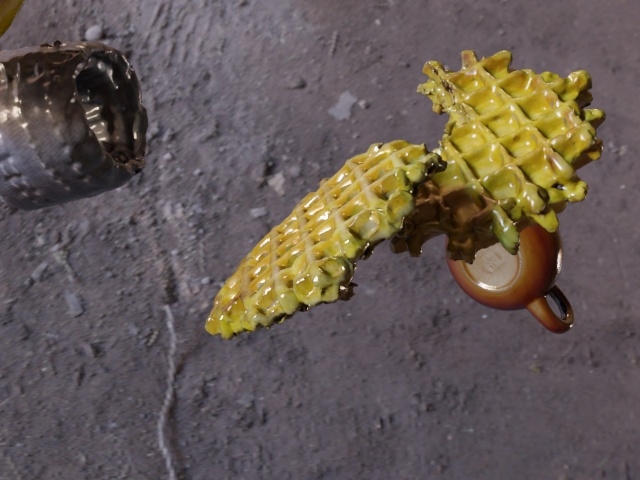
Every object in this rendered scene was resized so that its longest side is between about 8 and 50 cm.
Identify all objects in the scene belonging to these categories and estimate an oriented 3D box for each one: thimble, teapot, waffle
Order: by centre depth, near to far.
[{"bbox_3d":[-0.001,-0.001,0.959,0.052,0.245,0.254,49,55,-16],"label":"waffle"},{"bbox_3d":[0.168,-0.098,1.077,0.293,0.259,0.069,-57,143,-27],"label":"waffle"},{"bbox_3d":[-0.328,-0.153,1.266,0.236,0.172,0.205,51,30,-65],"label":"thimble"},{"bbox_3d":[0.290,0.025,1.470,0.135,0.178,0.252,-29,79,-47],"label":"teapot"}]

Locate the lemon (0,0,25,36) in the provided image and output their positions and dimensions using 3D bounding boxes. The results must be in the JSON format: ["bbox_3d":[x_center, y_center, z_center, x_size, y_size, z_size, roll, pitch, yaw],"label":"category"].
[{"bbox_3d":[-0.422,-0.309,1.037,0.257,0.258,0.310,17,87,-27],"label":"lemon"}]
